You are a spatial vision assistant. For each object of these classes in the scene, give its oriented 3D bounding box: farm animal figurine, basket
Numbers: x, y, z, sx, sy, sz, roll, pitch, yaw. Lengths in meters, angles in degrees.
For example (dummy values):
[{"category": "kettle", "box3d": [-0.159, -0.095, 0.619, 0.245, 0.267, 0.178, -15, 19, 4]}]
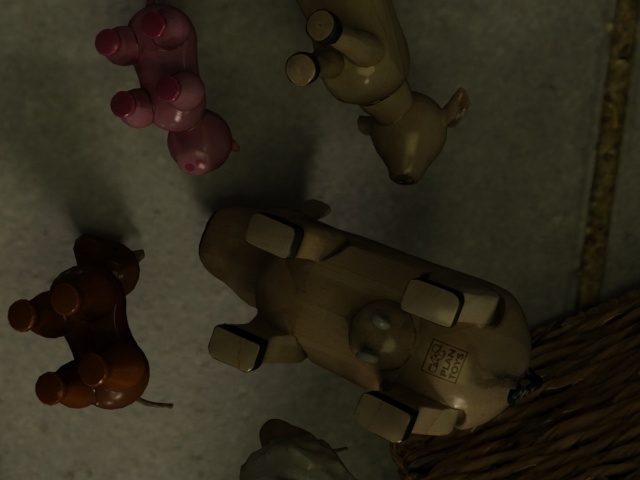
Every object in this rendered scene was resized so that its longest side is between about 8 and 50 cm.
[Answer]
[{"category": "farm animal figurine", "box3d": [0.000, 0.000, 1.024, 0.327, 0.172, 0.330, 41, 106, 18]}, {"category": "basket", "box3d": [0.223, 0.177, 1.130, 0.299, 0.213, 0.223, -22, 116, 1]}]
